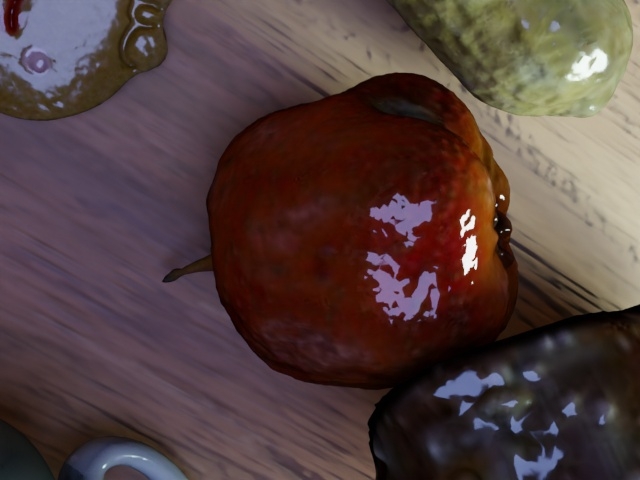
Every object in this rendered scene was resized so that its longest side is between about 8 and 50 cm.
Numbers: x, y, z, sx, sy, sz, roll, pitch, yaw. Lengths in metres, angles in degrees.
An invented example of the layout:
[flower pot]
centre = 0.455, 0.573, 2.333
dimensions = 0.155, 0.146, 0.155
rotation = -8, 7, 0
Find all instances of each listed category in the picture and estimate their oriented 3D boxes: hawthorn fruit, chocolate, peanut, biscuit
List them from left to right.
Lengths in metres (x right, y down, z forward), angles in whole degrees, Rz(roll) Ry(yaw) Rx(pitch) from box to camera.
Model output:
[biscuit]
centre = -0.214, -0.168, 0.649
dimensions = 0.249, 0.035, 0.184
rotation = 32, 97, -16
[hawthorn fruit]
centre = 0.000, 0.000, 0.661
dimensions = 0.243, 0.207, 0.207
rotation = -10, 107, 19
[peanut]
centre = 0.116, -0.167, 0.664
dimensions = 0.129, 0.129, 0.224
rotation = -40, 116, 1
[chocolate]
centre = 0.194, 0.173, 0.647
dimensions = 0.340, 0.210, 0.225
rotation = -1, 148, -40

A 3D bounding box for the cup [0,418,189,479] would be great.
[cup]
centre = -0.220, 0.248, 0.660
dimensions = 0.356, 0.259, 0.274
rotation = -25, 109, -36
